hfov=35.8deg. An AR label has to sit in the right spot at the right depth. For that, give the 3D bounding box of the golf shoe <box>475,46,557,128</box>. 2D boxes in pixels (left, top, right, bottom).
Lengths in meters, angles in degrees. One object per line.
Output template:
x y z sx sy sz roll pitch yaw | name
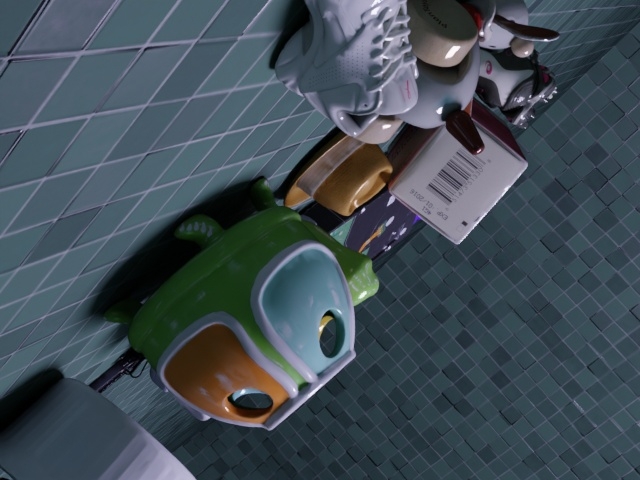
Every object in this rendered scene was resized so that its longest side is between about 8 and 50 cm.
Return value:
0.249 -0.251 1.410 0.105 0.120 0.273 -53 -167 12 | golf shoe

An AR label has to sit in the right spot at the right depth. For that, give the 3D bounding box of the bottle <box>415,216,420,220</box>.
0.129 -0.039 2.008 0.283 0.092 0.118 -40 173 -16 | bottle

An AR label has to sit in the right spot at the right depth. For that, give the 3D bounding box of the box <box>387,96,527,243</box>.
0.185 -0.119 1.395 0.148 0.127 0.232 -51 -170 17 | box

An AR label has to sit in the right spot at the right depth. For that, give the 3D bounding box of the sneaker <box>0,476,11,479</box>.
-0.393 0.336 1.249 0.084 0.185 0.069 -23 126 -69 | sneaker

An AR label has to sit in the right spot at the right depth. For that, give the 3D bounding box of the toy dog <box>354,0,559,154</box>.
0.167 -0.187 1.067 0.334 0.161 0.220 -38 172 -28 | toy dog

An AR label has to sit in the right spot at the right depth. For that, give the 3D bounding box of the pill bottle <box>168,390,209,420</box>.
-0.116 0.138 1.315 0.193 0.108 0.108 -40 173 -22 | pill bottle

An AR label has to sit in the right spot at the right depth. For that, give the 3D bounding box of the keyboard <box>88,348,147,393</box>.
-0.264 0.178 1.457 0.192 0.038 0.100 -41 173 -13 | keyboard

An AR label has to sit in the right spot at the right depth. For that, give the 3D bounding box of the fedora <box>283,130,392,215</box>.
0.037 -0.087 1.305 0.194 0.079 0.194 -41 173 -6 | fedora

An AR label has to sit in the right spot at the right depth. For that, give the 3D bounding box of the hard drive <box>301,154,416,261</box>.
0.066 -0.027 1.684 0.339 0.064 0.237 -37 158 -38 | hard drive

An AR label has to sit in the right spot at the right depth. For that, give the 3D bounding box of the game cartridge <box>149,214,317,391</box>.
-0.129 0.095 1.464 0.294 0.060 0.196 -35 154 -38 | game cartridge

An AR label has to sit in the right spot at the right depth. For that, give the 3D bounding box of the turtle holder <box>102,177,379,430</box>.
-0.072 0.088 1.178 0.243 0.227 0.320 -44 172 11 | turtle holder

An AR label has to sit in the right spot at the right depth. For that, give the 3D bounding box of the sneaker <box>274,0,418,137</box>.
0.043 -0.158 0.769 0.090 0.115 0.232 -39 172 -20 | sneaker

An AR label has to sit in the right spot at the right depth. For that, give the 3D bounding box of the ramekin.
-0.270 0.297 1.228 0.135 0.277 0.277 -49 176 -21 | ramekin
